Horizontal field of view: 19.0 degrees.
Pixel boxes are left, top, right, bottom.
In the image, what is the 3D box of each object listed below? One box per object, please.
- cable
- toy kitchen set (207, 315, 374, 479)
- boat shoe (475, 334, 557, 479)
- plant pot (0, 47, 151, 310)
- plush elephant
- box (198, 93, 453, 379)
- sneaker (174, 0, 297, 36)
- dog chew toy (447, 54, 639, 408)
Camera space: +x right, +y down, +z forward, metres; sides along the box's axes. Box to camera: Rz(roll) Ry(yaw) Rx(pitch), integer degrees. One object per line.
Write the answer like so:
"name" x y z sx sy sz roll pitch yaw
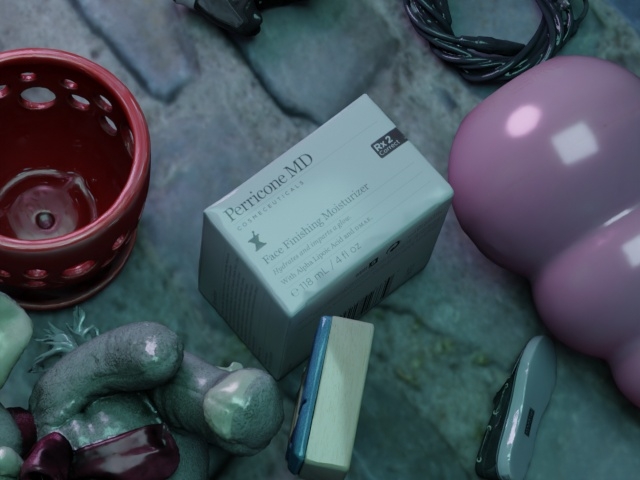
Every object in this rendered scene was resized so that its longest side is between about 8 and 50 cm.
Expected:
"cable" 0.152 -0.231 1.815 0.184 0.047 0.150 40 75 9
"toy kitchen set" -0.059 0.140 1.552 0.166 0.207 0.122 12 67 -2
"boat shoe" 0.168 0.145 1.659 0.040 0.049 0.142 -2 56 36
"plant pot" -0.239 -0.045 1.633 0.191 0.174 0.191 1 68 -4
"plush elephant" -0.215 0.181 1.487 0.255 0.271 0.330 -17 40 -36
"box" 0.000 0.000 1.630 0.181 0.182 0.119 -37 76 -17
"sneaker" -0.027 -0.279 1.801 0.106 0.078 0.234 40 74 8
"dog chew toy" 0.255 0.007 1.647 0.207 0.206 0.331 -30 82 -15
